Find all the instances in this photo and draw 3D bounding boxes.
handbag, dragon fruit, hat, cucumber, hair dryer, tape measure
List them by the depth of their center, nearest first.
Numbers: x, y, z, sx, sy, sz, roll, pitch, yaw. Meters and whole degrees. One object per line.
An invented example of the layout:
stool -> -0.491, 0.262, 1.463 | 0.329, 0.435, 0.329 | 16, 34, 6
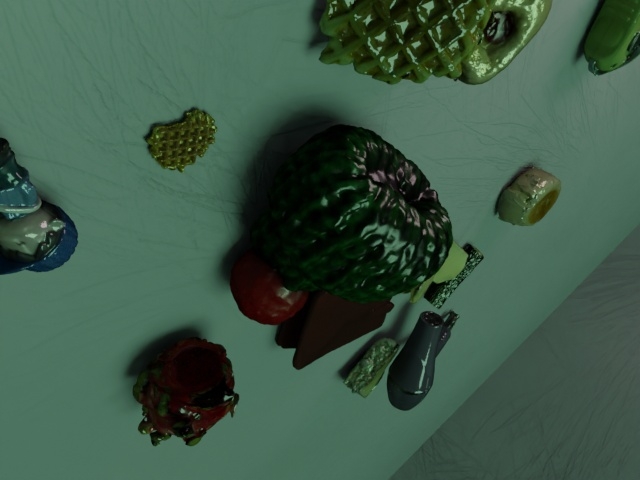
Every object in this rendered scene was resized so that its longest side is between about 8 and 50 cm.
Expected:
hat -> 0.000, 0.000, 0.830 | 0.332, 0.242, 0.274 | -35, 132, 28
dragon fruit -> -0.212, 0.250, 0.890 | 0.166, 0.160, 0.171 | -75, -176, -49
handbag -> 0.054, 0.114, 1.111 | 0.276, 0.084, 0.259 | -21, 140, -36
tape measure -> 0.619, -0.428, 1.124 | 0.175, 0.106, 0.199 | -22, 143, -29
cucumber -> 0.344, 0.091, 1.458 | 0.187, 0.058, 0.058 | -50, 149, 4
hair dryer -> 0.311, 0.275, 1.568 | 0.361, 0.121, 0.300 | -35, 144, -52

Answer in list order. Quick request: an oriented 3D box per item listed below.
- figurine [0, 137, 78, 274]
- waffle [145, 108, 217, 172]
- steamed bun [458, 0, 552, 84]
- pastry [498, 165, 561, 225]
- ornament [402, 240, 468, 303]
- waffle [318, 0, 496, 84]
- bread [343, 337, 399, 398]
figurine -> -0.298, -0.030, 0.546 | 0.087, 0.086, 0.149 | -72, 161, -48
waffle -> -0.158, -0.117, 0.656 | 0.085, 0.016, 0.078 | -38, 152, -11
steamed bun -> 0.190, -0.311, 0.733 | 0.155, 0.140, 0.172 | 19, 119, -32
pastry -> 0.520, -0.107, 1.404 | 0.166, 0.088, 0.165 | -28, 142, -25
ornament -> 0.278, 0.051, 1.335 | 0.201, 0.059, 0.180 | -26, 143, -34
waffle -> 0.108, -0.283, 0.650 | 0.208, 0.054, 0.214 | 8, 126, -7
bread -> 0.121, 0.346, 1.468 | 0.173, 0.064, 0.231 | -31, 150, -46
